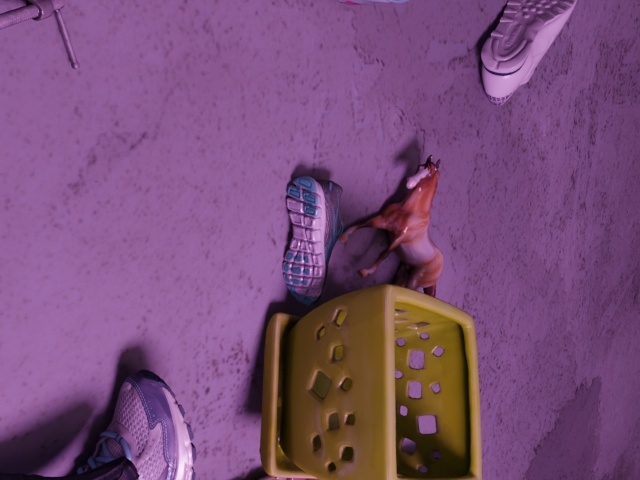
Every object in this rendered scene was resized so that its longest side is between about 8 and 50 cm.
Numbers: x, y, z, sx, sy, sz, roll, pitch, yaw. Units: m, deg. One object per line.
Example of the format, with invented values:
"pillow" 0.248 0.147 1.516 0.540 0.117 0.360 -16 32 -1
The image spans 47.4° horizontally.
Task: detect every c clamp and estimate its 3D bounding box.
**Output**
"c clamp" -0.249 -0.185 0.552 0.160 0.022 0.137 -50 131 -60

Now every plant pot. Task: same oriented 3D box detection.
"plant pot" 0.056 0.193 0.900 0.227 0.207 0.228 24 61 -50

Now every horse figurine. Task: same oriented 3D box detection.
"horse figurine" 0.122 0.026 1.050 0.174 0.066 0.263 -39 128 -24

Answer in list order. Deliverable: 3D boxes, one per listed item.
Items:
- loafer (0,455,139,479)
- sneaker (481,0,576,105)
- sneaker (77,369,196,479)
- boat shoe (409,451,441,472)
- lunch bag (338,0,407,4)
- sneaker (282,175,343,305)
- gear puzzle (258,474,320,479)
"loafer" -0.276 0.243 0.653 0.223 0.076 0.078 -20 86 -21
"sneaker" 0.323 -0.315 1.139 0.235 0.090 0.094 -48 147 -19
"sneaker" -0.211 0.273 0.747 0.122 0.110 0.282 2 102 -42
"boat shoe" 0.176 0.412 1.244 0.228 0.079 0.081 15 89 -52
"lunch bag" 0.040 -0.396 0.764 0.224 0.108 0.279 8 99 -49
"sneaker" 0.000 0.000 0.910 0.076 0.065 0.166 -15 117 -48
"gear puzzle" -0.077 0.473 1.005 0.176 0.044 0.338 -7 113 -43
